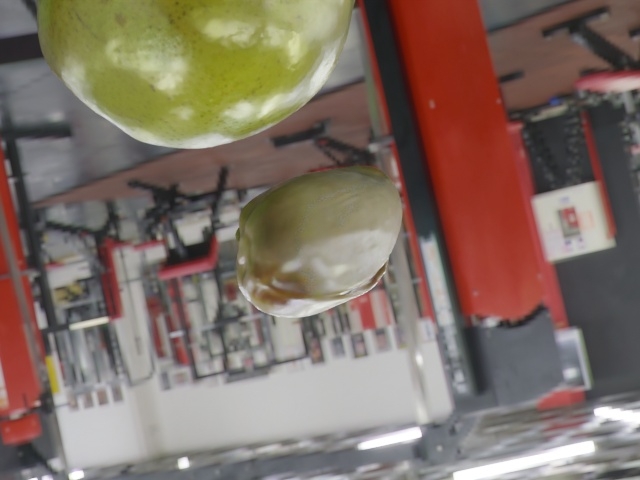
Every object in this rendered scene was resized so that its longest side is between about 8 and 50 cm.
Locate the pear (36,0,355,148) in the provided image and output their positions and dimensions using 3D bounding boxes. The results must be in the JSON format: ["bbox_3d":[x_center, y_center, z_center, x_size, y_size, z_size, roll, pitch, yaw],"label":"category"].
[{"bbox_3d":[-0.106,-0.216,1.015,0.294,0.294,0.294,-13,177,-1],"label":"pear"}]

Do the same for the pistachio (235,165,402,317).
[{"bbox_3d":[0.000,0.000,1.170,0.215,0.144,0.144,-30,-171,-41],"label":"pistachio"}]
